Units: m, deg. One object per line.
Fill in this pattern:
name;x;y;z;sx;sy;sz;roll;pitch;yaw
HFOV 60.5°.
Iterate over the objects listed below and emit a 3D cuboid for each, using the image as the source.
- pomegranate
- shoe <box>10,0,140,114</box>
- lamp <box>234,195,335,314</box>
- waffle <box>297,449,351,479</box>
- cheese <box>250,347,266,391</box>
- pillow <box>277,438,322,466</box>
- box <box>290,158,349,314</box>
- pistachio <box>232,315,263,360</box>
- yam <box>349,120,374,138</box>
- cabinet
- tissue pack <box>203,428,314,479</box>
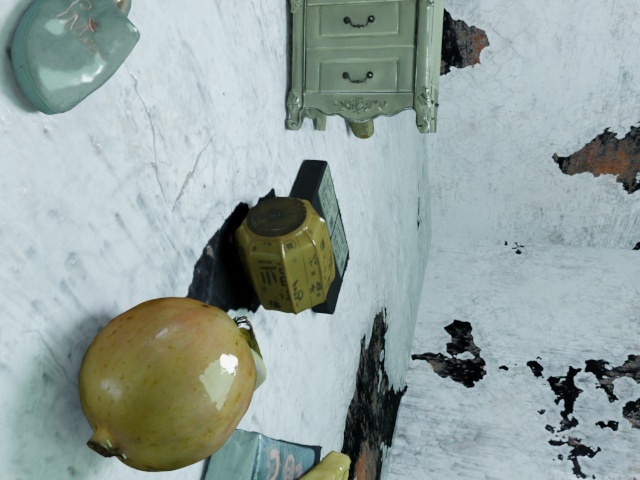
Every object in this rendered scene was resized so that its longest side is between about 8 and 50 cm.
pomegranate;-0.163;0.158;0.600;0.191;0.192;0.191;4;90;-72
shoe;-0.214;-0.207;0.522;0.079;0.078;0.195;66;29;-56
lamp;-0.058;0.026;0.939;0.185;0.162;0.161;78;24;-43
waffle;0.000;0.512;1.038;0.274;0.057;0.167;27;69;-72
cheese;-0.154;0.170;0.808;0.097;0.037;0.192;-46;126;-21
pillow;-0.059;0.538;1.169;0.141;0.055;0.208;29;65;-43
box;0.000;0.000;1.262;0.350;0.058;0.211;73;26;-48
pistachio;-0.138;0.199;0.888;0.090;0.049;0.172;-4;105;-40
yam;0.082;-0.415;1.377;0.371;0.083;0.083;73;27;-45
cabinet;0.099;-0.376;1.102;0.227;0.290;0.317;-28;121;-70
tissue pack;-0.108;0.464;0.965;0.315;0.103;0.227;57;43;-61
